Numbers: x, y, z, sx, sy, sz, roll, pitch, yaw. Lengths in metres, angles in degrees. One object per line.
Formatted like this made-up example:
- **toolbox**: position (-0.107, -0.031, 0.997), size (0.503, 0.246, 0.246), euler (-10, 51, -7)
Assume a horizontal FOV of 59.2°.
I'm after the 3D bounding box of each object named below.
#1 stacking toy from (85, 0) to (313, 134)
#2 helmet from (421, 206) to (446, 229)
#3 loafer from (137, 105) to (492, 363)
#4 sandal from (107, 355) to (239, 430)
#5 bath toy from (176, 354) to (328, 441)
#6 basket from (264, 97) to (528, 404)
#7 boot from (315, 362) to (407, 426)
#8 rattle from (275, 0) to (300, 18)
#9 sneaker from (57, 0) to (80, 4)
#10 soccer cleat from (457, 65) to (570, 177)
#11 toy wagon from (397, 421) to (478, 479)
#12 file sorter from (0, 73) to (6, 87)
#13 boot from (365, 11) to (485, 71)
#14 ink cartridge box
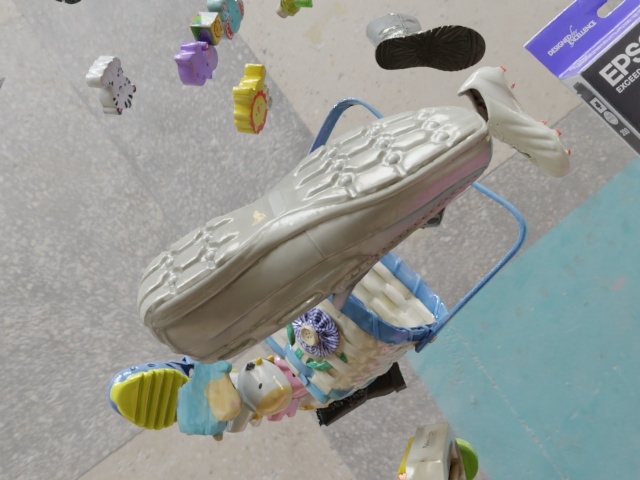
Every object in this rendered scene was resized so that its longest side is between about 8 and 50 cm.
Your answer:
- **stacking toy**: position (-0.104, -0.201, 0.557), size (0.167, 0.052, 0.221), euler (10, 59, 16)
- **helmet**: position (0.192, -0.105, 1.239), size (0.162, 0.169, 0.169), euler (10, 78, 4)
- **loafer**: position (0.000, 0.000, 0.474), size (0.320, 0.112, 0.111), euler (-29, 126, 9)
- **sandal**: position (-0.308, 0.295, 1.140), size (0.138, 0.317, 0.126), euler (20, 87, 30)
- **bath toy**: position (-0.078, 0.237, 0.943), size (0.152, 0.348, 0.128), euler (-4, 82, 29)
- **basket**: position (0.048, 0.022, 0.631), size (0.255, 0.201, 0.288), euler (40, 106, 24)
- **boot**: position (0.043, 0.243, 1.158), size (0.207, 0.094, 0.246), euler (-23, 102, -4)
- **rattle**: position (-0.049, -0.532, 1.055), size (0.143, 0.130, 0.199), euler (32, 91, -5)
- **sneaker**: position (-0.424, -0.490, 0.949), size (0.121, 0.099, 0.262), euler (30, 40, -9)
- **soccer cleat**: position (0.274, -0.159, 0.804), size (0.076, 0.068, 0.196), euler (-38, 87, -12)
- **toy wagon**: position (0.154, 0.385, 0.603), size (0.068, 0.267, 0.344), euler (-12, 89, 17)
- **file sorter**: position (-0.603, -0.156, 0.744), size (0.173, 0.277, 0.193), euler (35, 118, -18)
- **boot**: position (0.171, -0.345, 0.967), size (0.190, 0.208, 0.076), euler (3, 116, 4)
- **ink cartridge box**: position (0.341, -0.183, 0.527), size (0.206, 0.045, 0.208), euler (-42, 82, -2)
